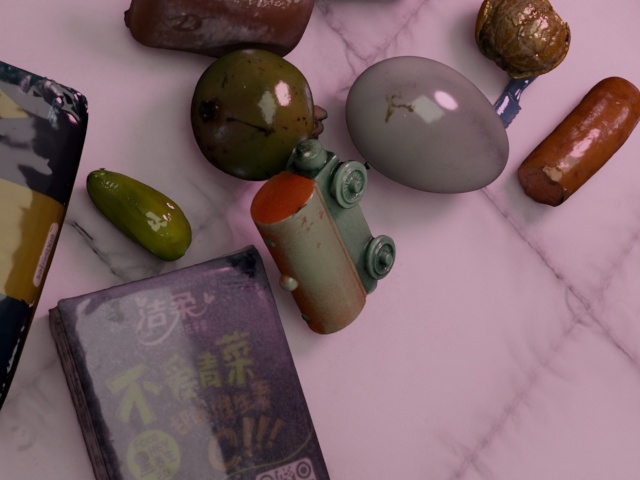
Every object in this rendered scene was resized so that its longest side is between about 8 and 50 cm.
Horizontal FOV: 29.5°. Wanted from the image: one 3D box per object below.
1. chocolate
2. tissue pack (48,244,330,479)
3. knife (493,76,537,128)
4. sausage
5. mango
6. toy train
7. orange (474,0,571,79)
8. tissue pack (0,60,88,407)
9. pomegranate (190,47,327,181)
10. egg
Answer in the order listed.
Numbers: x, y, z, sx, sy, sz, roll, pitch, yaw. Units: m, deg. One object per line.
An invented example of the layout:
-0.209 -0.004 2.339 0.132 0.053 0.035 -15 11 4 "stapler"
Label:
-0.132 -0.306 1.678 0.261 0.161 0.083 3 53 -19 "chocolate"
-0.159 0.231 1.573 0.288 0.124 0.394 -15 84 -27 "tissue pack"
0.300 -0.218 1.929 0.044 0.019 0.313 44 68 -11 "knife"
0.421 -0.165 1.921 0.109 0.109 0.270 49 62 -6 "sausage"
-0.239 -0.041 1.618 0.165 0.091 0.074 43 76 -10 "mango"
0.000 0.000 1.642 0.177 0.116 0.285 -52 141 -24 "toy train"
0.311 -0.323 1.888 0.156 0.156 0.134 39 111 -10 "orange"
-0.445 0.004 1.422 0.253 0.264 0.416 18 73 -16 "tissue pack"
-0.078 -0.183 1.680 0.210 0.179 0.179 -37 94 -41 "pomegranate"
0.158 -0.162 1.762 0.264 0.183 0.183 26 69 -21 "egg"
